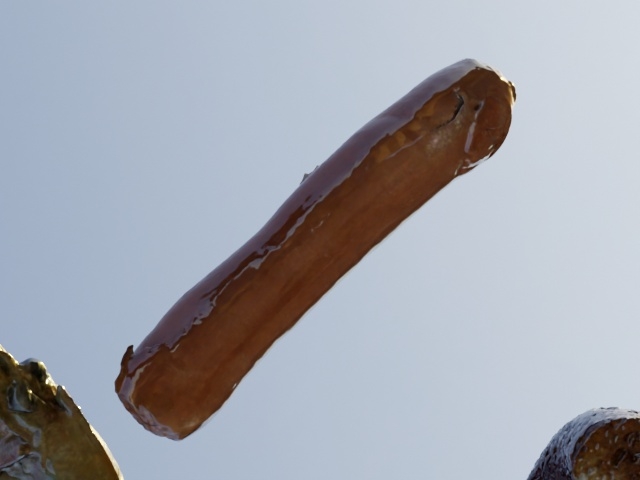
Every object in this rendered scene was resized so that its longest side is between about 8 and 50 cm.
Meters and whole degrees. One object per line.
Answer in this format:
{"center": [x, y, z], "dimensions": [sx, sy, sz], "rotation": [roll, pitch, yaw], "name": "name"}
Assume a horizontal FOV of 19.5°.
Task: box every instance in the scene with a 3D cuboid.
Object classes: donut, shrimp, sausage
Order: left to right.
{"center": [-0.256, 0.191, 1.589], "dimensions": [0.317, 0.168, 0.077], "rotation": [75, -163, -44], "name": "shrimp"}
{"center": [0.000, 0.000, 1.523], "dimensions": [0.419, 0.094, 0.094], "rotation": [-43, -83, -8], "name": "sausage"}
{"center": [0.180, 0.203, 1.302], "dimensions": [0.217, 0.085, 0.141], "rotation": [-64, 5, 6], "name": "donut"}
